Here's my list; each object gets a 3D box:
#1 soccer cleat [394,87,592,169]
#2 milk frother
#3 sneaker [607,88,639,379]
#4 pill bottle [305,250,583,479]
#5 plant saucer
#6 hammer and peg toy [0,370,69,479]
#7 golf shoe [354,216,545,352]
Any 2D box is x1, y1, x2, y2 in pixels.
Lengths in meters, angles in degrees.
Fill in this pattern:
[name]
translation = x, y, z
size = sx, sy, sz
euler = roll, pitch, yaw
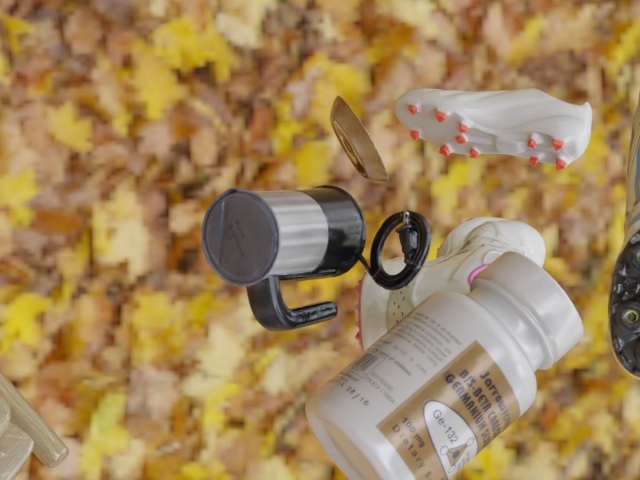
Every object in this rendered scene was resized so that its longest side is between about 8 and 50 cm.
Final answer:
[soccer cleat]
translation = 0.171, -0.120, 1.869
size = 0.068, 0.196, 0.076
euler = 82, 27, -47
[milk frother]
translation = 0.000, 0.000, 1.629
size = 0.135, 0.143, 0.129
euler = -6, 67, -55
[sneaker]
translation = 0.224, -0.018, 1.169
size = 0.086, 0.085, 0.237
euler = 94, 10, -67
[pill bottle]
translation = 0.111, 0.118, 1.635
size = 0.229, 0.131, 0.131
euler = -40, 125, -15
[plant saucer]
translation = 0.029, -0.080, 1.565
size = 0.015, 0.083, 0.083
euler = -30, 121, -6
[hammer and peg toy]
translation = -0.329, 0.121, 1.296
size = 0.266, 0.127, 0.361
euler = 35, 47, 3
[golf shoe]
translation = 0.159, 0.051, 1.836
size = 0.306, 0.140, 0.115
euler = -25, 114, -52
